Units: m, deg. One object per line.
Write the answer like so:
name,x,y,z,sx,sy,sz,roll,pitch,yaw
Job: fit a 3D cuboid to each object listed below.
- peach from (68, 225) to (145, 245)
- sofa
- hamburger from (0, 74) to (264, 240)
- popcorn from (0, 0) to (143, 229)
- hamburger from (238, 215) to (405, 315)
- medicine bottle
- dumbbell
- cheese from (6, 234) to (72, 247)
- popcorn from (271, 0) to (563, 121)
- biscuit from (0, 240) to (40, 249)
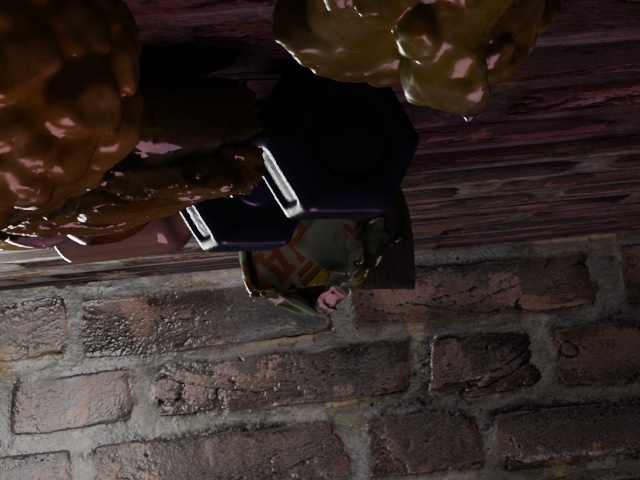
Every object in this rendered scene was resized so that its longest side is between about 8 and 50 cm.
peach,-0.232,-0.059,1.453,0.138,0.138,0.138,-6,175,-1
sofa,0.000,0.000,2.048,0.225,0.176,0.210,-10,173,38
hamburger,-0.212,-0.077,1.210,0.309,0.132,0.211,-11,172,44
popcorn,-0.225,-0.093,0.801,0.250,0.190,0.250,-16,-178,1
hamburger,0.000,-0.009,1.816,0.235,0.214,0.125,-13,-176,16
medicine bottle,-0.217,-0.039,1.741,0.252,0.114,0.114,-8,174,19
dumbbell,-0.036,-0.075,1.366,0.144,0.160,0.325,29,162,-17
cheese,-0.356,-0.044,1.612,0.135,0.052,0.244,-25,151,22
popcorn,0.051,-0.151,0.762,0.173,0.142,0.173,17,-174,-2
biscuit,-0.431,-0.020,2.069,0.275,0.052,0.355,-5,176,-11
